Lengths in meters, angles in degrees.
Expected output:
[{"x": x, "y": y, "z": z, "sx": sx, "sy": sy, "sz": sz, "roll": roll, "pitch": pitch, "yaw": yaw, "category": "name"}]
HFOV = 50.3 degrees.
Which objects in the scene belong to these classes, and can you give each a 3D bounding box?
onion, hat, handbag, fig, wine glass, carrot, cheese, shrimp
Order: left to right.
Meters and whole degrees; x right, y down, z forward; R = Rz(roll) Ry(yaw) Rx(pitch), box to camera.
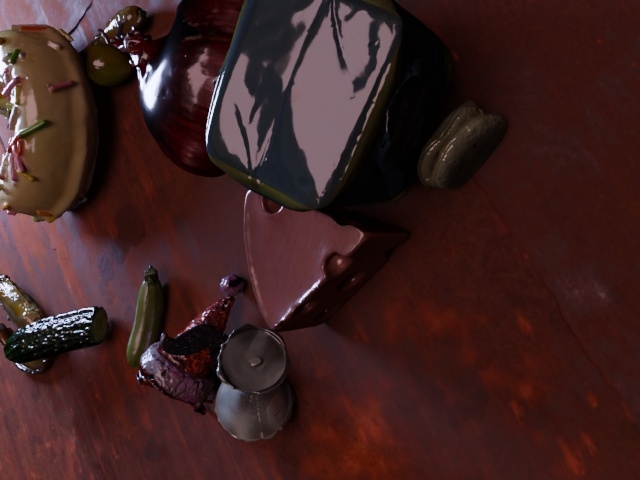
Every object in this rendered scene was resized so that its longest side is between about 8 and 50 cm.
[{"x": -0.630, "y": 0.176, "z": 1.415, "sx": 0.253, "sy": 0.058, "sz": 0.173, "roll": 35, "pitch": 119, "yaw": 27, "category": "shrimp"}, {"x": -0.398, "y": -0.360, "z": 1.246, "sx": 0.255, "sy": 0.049, "sz": 0.049, "roll": -19, "pitch": 79, "yaw": 39, "category": "carrot"}, {"x": -0.370, "y": -0.308, "z": 1.207, "sx": 0.088, "sy": 0.074, "sz": 0.073, "roll": 12, "pitch": 98, "yaw": 13, "category": "fig"}, {"x": -0.176, "y": -0.233, "z": 0.945, "sx": 0.273, "sy": 0.285, "sz": 0.272, "roll": -162, "pitch": 90, "yaw": -74, "category": "onion"}, {"x": -0.179, "y": 0.155, "z": 1.067, "sx": 0.140, "sy": 0.129, "sz": 0.227, "roll": 34, "pitch": 94, "yaw": -12, "category": "hat"}, {"x": -0.092, "y": 0.193, "z": 0.927, "sx": 0.122, "sy": 0.122, "sz": 0.182, "roll": 51, "pitch": 159, "yaw": 24, "category": "wine glass"}, {"x": -0.022, "y": -0.005, "z": 0.920, "sx": 0.203, "sy": 0.128, "sz": 0.177, "roll": -49, "pitch": 65, "yaw": 28, "category": "cheese"}, {"x": 0.020, "y": -0.163, "z": 0.802, "sx": 0.223, "sy": 0.241, "sz": 0.262, "roll": 23, "pitch": 105, "yaw": 22, "category": "handbag"}]

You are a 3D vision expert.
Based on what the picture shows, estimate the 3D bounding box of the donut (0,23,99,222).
[{"x": -0.541, "y": -0.235, "z": 1.270, "sx": 0.307, "sy": 0.150, "sz": 0.370, "roll": -42, "pitch": 67, "yaw": 36, "category": "donut"}]

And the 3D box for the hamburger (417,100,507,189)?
[{"x": 0.159, "y": -0.108, "z": 0.814, "sx": 0.054, "sy": 0.084, "sz": 0.121, "roll": 45, "pitch": 117, "yaw": 25, "category": "hamburger"}]

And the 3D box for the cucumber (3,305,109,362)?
[{"x": -0.502, "y": 0.177, "z": 1.281, "sx": 0.266, "sy": 0.077, "sz": 0.077, "roll": -14, "pitch": 82, "yaw": 23, "category": "cucumber"}]

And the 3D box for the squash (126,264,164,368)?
[{"x": -0.298, "y": 0.133, "z": 1.172, "sx": 0.052, "sy": 0.052, "sz": 0.183, "roll": 15, "pitch": 98, "yaw": 35, "category": "squash"}]
